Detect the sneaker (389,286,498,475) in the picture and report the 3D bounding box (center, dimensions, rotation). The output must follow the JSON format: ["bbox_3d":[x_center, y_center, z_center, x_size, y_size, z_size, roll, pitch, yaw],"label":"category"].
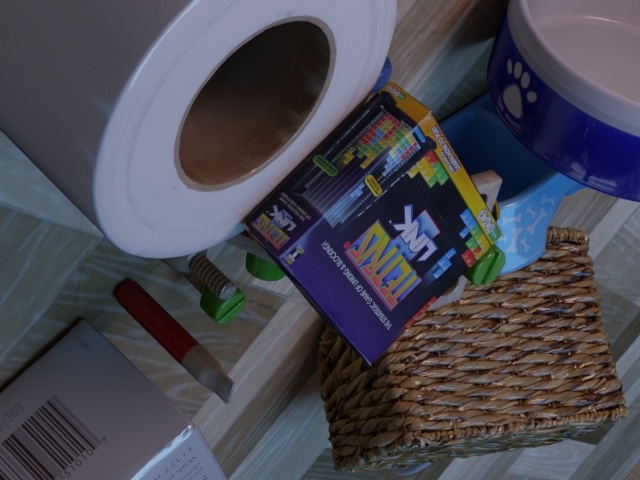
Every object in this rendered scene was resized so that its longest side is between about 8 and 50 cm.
[{"bbox_3d":[0.189,0.164,1.909,0.147,0.104,0.296,10,115,-54],"label":"sneaker"}]

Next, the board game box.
[{"bbox_3d":[0.042,-0.008,1.095,0.141,0.048,0.170,-46,143,-5],"label":"board game box"}]

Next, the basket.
[{"bbox_3d":[0.145,0.119,1.694,0.299,0.223,0.213,-4,165,-29],"label":"basket"}]

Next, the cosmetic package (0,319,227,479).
[{"bbox_3d":[-0.192,0.260,1.409,0.217,0.156,0.385,-44,153,-12],"label":"cosmetic package"}]

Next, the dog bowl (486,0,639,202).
[{"bbox_3d":[0.290,-0.159,1.436,0.265,0.265,0.104,-26,149,-37],"label":"dog bowl"}]

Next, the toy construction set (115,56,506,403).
[{"bbox_3d":[0.000,0.000,1.247,0.309,0.237,0.257,-55,153,15],"label":"toy construction set"}]

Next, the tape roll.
[{"bbox_3d":[-0.094,-0.132,1.000,0.246,0.169,0.246,-36,153,-22],"label":"tape roll"}]

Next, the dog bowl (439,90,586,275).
[{"bbox_3d":[0.196,-0.080,1.535,0.297,0.166,0.074,-33,138,-27],"label":"dog bowl"}]
